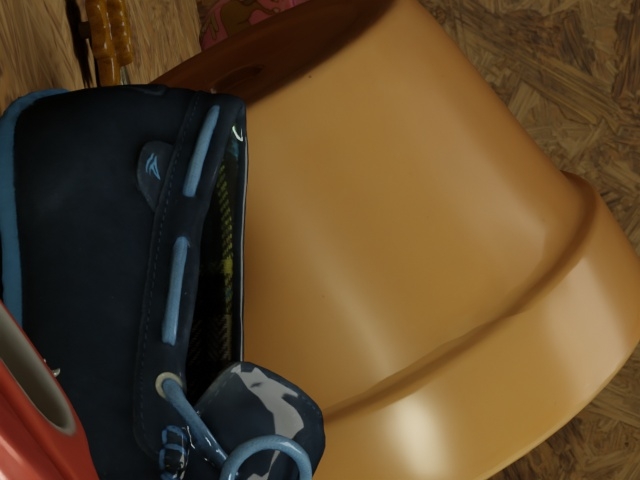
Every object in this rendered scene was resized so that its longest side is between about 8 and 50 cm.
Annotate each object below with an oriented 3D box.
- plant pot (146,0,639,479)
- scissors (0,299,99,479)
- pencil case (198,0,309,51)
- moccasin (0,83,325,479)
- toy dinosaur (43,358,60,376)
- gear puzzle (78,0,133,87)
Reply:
[{"bbox_3d":[0.000,0.000,1.014,0.203,0.291,0.291,62,6,-17],"label":"plant pot"},{"bbox_3d":[-0.038,0.096,0.482,0.297,0.021,0.109,50,4,3],"label":"scissors"},{"bbox_3d":[-0.004,0.005,1.350,0.160,0.167,0.386,18,60,-44],"label":"pencil case"},{"bbox_3d":[-0.054,0.074,0.745,0.137,0.117,0.342,77,2,-65],"label":"moccasin"},{"bbox_3d":[-0.098,0.072,0.552,0.090,0.047,0.082,107,-8,-69],"label":"toy dinosaur"},{"bbox_3d":[-0.112,-0.061,1.302,0.339,0.044,0.175,78,1,-49],"label":"gear puzzle"}]
